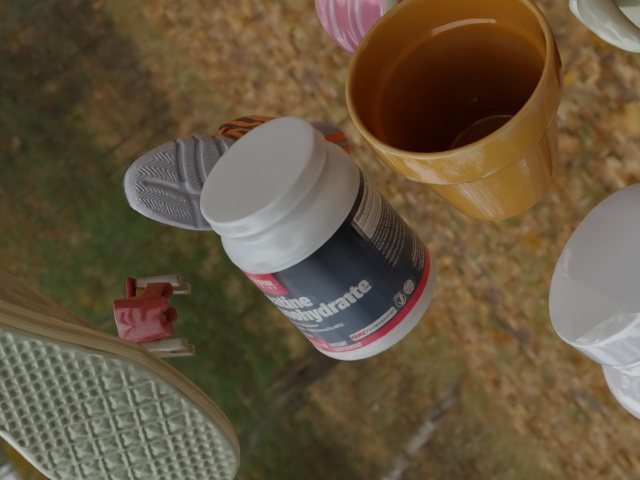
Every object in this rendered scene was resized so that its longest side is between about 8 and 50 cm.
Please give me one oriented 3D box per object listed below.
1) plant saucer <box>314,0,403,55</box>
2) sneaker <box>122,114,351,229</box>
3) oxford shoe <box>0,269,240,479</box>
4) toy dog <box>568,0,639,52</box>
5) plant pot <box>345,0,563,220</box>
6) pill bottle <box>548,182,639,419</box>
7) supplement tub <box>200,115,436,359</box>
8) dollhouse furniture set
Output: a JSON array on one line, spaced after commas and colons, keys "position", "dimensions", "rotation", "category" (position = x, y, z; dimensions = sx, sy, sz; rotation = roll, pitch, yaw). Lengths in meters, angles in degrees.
[{"position": [0.146, -0.338, 1.719], "dimensions": [0.084, 0.332, 0.332], "rotation": [47, 171, 31], "category": "plant saucer"}, {"position": [-0.133, -0.094, 1.970], "dimensions": [0.180, 0.321, 0.125], "rotation": [16, 112, 60], "category": "sneaker"}, {"position": [-0.267, 0.120, 1.399], "dimensions": [0.449, 0.169, 0.130], "rotation": [29, -162, -23], "category": "oxford shoe"}, {"position": [0.542, -0.348, 1.873], "dimensions": [0.407, 0.395, 0.285], "rotation": [17, 124, 7], "category": "toy dog"}, {"position": [0.152, -0.119, 1.461], "dimensions": [0.205, 0.205, 0.188], "rotation": [49, 177, 37], "category": "plant pot"}, {"position": [0.431, 0.113, 1.465], "dimensions": [0.407, 0.229, 0.229], "rotation": [30, -176, -25], "category": "pill bottle"}, {"position": [0.000, 0.000, 1.796], "dimensions": [0.272, 0.191, 0.191], "rotation": [48, 178, -33], "category": "supplement tub"}, {"position": [-0.242, 0.221, 1.828], "dimensions": [0.201, 0.152, 0.374], "rotation": [64, -160, -75], "category": "dollhouse furniture set"}]
